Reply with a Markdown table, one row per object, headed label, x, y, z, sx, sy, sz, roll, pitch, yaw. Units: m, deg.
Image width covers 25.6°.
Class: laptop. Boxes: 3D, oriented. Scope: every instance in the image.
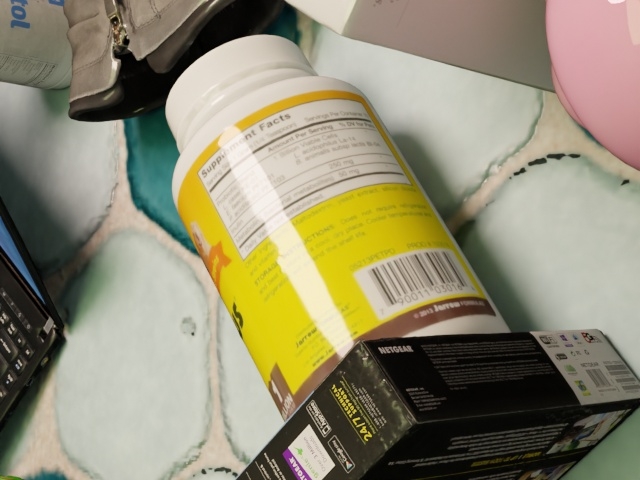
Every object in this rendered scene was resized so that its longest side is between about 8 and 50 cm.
| label | x | y | z | sx | sy | sz | roll | pitch | yaw |
| --- | --- | --- | --- | --- | --- | --- | --- | --- | --- |
| laptop | -0.294 | 0.013 | 0.967 | 0.234 | 0.136 | 0.264 | 46 | 107 | 36 |

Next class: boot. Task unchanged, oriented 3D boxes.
| label | x | y | z | sx | sy | sz | roll | pitch | yaw |
| --- | --- | --- | --- | --- | --- | --- | --- | --- | --- |
| boot | -0.063 | -0.228 | 0.809 | 0.338 | 0.118 | 0.223 | -42 | 62 | 45 |

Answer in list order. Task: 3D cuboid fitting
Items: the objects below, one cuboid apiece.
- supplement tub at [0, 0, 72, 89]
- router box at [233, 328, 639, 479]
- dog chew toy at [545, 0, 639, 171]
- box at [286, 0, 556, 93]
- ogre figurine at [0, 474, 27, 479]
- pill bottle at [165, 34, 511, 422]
| label | x | y | z | sx | sy | sz | roll | pitch | yaw |
| --- | --- | --- | --- | --- | --- | --- | --- | --- | --- |
| supplement tub | -0.213 | -0.140 | 0.927 | 0.071 | 0.107 | 0.071 | -3 | 85 | 42 |
| router box | 0.046 | 0.098 | 0.619 | 0.133 | 0.179 | 0.046 | -50 | 58 | 28 |
| dog chew toy | 0.213 | -0.116 | 0.481 | 0.332 | 0.206 | 0.207 | -28 | 68 | 47 |
| box | 0.068 | -0.177 | 0.619 | 0.119 | 0.182 | 0.181 | 39 | 112 | 38 |
| ogre figurine | -0.184 | 0.211 | 0.883 | 0.197 | 0.097 | 0.118 | 5 | 78 | 32 |
| pill bottle | 0.000 | 0.000 | 0.712 | 0.117 | 0.117 | 0.215 | -47 | 57 | 30 |
